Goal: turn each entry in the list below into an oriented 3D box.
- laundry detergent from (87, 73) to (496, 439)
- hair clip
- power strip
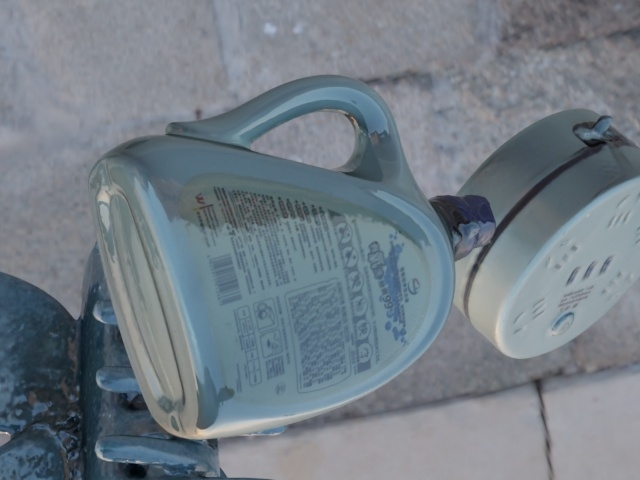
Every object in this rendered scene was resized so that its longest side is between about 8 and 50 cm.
[{"bbox_3d":[0.000,0.000,0.929,0.280,0.105,0.215,-19,95,-32],"label":"laundry detergent"},{"bbox_3d":[-0.166,0.147,1.290,0.392,0.318,0.238,9,155,-28],"label":"hair clip"},{"bbox_3d":[0.328,-0.013,1.927,0.357,0.161,0.357,-29,147,-22],"label":"power strip"}]
